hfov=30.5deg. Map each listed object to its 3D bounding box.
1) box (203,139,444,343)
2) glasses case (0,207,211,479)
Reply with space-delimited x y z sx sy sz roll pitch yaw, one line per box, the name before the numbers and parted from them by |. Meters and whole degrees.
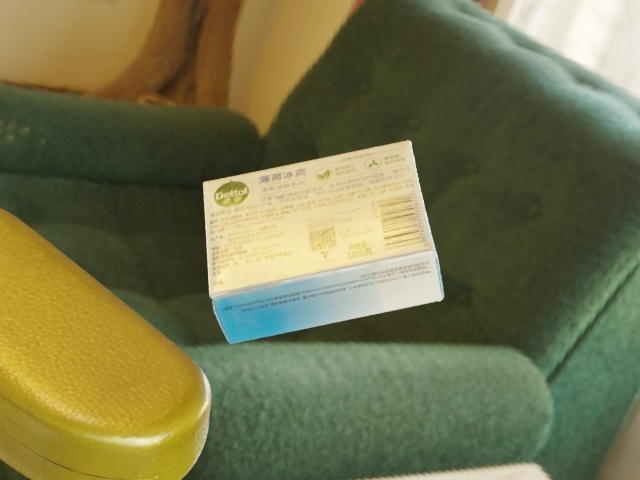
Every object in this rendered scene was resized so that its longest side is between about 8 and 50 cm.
box | -0.001 0.000 1.033 0.194 0.073 0.139 -12 47 4
glasses case | -0.283 0.125 1.180 0.371 0.141 0.173 35 46 21
